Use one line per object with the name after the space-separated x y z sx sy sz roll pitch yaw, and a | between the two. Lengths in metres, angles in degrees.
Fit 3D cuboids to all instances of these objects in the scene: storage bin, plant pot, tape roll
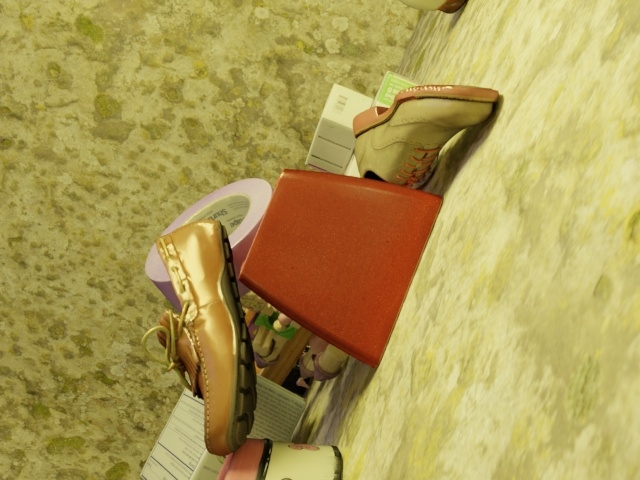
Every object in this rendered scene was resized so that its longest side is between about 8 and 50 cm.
-0.084 0.305 1.978 0.180 0.122 0.084 -110 42 -86 | storage bin
0.012 0.021 1.257 0.267 0.236 0.267 144 148 -85 | plant pot
-0.183 0.007 1.457 0.275 0.090 0.274 -27 28 16 | tape roll

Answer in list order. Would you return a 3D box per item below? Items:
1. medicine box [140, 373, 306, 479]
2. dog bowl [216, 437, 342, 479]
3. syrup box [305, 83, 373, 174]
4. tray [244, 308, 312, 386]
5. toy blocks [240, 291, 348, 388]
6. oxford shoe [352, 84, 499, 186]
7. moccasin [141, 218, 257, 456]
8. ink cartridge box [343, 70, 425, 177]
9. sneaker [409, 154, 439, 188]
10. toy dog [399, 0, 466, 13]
-0.198 0.398 1.575 0.263 0.149 0.289 -1 60 64 | medicine box
-0.113 0.462 1.123 0.408 0.151 0.407 -159 90 -87 | dog bowl
0.038 -0.241 1.792 0.237 0.096 0.093 119 172 -67 | syrup box
-0.058 0.131 1.829 0.410 0.076 0.203 -58 34 9 | tray
-0.097 0.183 1.566 0.260 0.289 0.308 -57 11 39 | toy blocks
0.150 -0.144 1.165 0.348 0.123 0.130 169 103 -72 | oxford shoe
-0.180 0.134 1.164 0.139 0.147 0.379 84 172 -59 | moccasin
0.147 -0.223 1.751 0.198 0.115 0.272 -77 9 -76 | ink cartridge box
0.148 -0.128 1.410 0.104 0.095 0.236 -42 -7 -33 | sneaker
0.288 -0.703 1.752 0.407 0.285 0.395 113 159 -44 | toy dog
